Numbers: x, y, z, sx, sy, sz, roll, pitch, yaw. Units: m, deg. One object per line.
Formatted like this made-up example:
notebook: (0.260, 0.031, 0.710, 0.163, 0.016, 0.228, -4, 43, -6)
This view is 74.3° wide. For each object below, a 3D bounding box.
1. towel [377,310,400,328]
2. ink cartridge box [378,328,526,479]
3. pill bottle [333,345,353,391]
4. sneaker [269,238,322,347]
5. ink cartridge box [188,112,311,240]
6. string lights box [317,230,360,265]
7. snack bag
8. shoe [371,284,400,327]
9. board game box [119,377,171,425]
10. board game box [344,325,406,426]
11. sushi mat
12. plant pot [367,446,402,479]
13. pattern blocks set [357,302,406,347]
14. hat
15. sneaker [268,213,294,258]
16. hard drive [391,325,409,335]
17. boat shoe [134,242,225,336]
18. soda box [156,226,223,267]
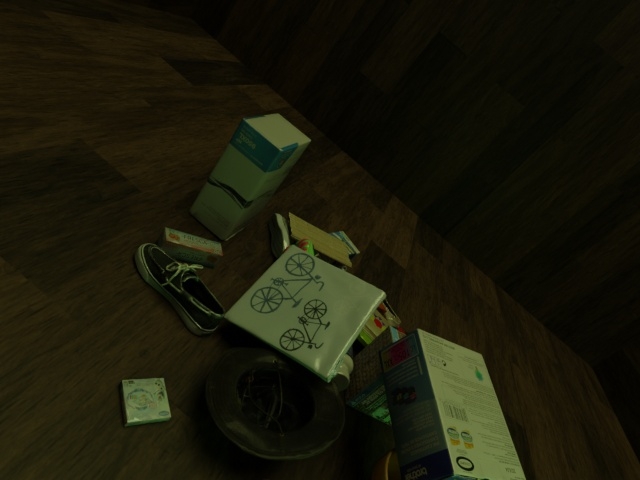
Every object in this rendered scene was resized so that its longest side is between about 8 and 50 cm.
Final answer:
towel: (0.226, 0.315, 1.678, 0.199, 0.031, 0.275, 44, 26, 3)
ink cartridge box: (0.306, 0.440, 0.990, 0.270, 0.151, 0.396, 25, 37, -28)
pill bottle: (0.043, 0.353, 1.275, 0.112, 0.112, 0.187, 32, 27, -17)
sneaker: (-0.035, 0.197, 1.325, 0.202, 0.185, 0.483, 44, 33, -30)
ink cartridge box: (-0.242, -0.224, 1.464, 0.166, 0.395, 0.285, 39, 26, 1)
string lights box: (0.049, 0.041, 1.804, 0.133, 0.077, 0.259, 51, 28, 16)
snack bag: (-0.031, 0.174, 1.141, 0.342, 0.037, 0.323, 25, 50, 22)
shoe: (0.254, 0.261, 1.697, 0.076, 0.058, 0.219, 19, 34, -44)
board game box: (-0.360, 0.329, 0.868, 0.090, 0.020, 0.090, 14, 36, -44)
board game box: (0.255, 0.438, 1.295, 0.291, 0.232, 0.141, 32, 26, -19)
sushi mat: (0.000, 0.000, 1.682, 0.316, 0.019, 0.151, 28, 29, -30)
plant pot: (0.165, 0.610, 0.957, 0.205, 0.188, 0.205, 31, 28, -19)
pattern blocks set: (0.179, 0.284, 1.452, 0.325, 0.026, 0.285, 50, 25, 7)
hat: (-0.114, 0.395, 0.977, 0.331, 0.134, 0.331, 18, 26, -9)
sneaker: (-0.135, -0.015, 1.621, 0.091, 0.094, 0.258, 22, 31, -26)
hard drive: (0.284, 0.391, 1.541, 0.254, 0.054, 0.172, 26, 30, -33)
boat shoe: (-0.366, 0.107, 1.108, 0.306, 0.105, 0.113, 49, 27, 16)
soda box: (-0.386, 0.024, 1.256, 0.183, 0.063, 0.058, 20, 33, -38)
